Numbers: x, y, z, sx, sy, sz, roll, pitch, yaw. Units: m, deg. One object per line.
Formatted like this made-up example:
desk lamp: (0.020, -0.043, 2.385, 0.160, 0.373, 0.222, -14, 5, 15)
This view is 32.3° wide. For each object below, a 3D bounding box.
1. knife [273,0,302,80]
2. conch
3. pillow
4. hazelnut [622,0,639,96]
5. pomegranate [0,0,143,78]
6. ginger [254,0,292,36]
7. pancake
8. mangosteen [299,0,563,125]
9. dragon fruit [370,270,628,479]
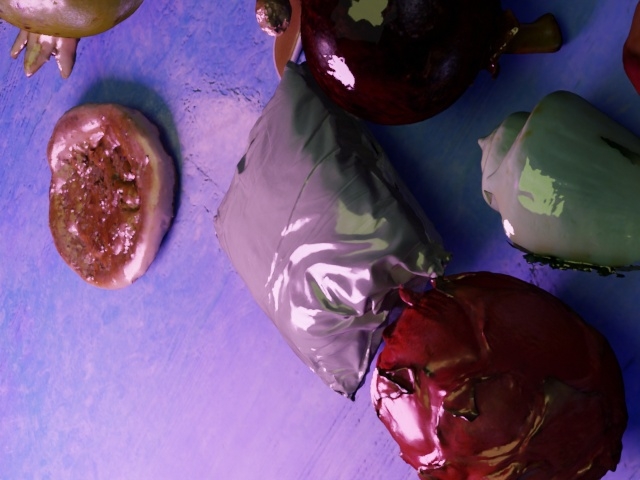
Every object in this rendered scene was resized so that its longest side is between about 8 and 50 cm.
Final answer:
knife: (-0.020, -0.307, 1.294, 0.046, 0.022, 0.256, 28, 113, 31)
conch: (0.250, -0.035, 1.022, 0.250, 0.143, 0.137, 46, 130, 24)
pillow: (0.000, 0.000, 1.247, 0.310, 0.138, 0.283, 55, 135, 23)
hazelnut: (0.363, -0.157, 0.898, 0.208, 0.208, 0.208, 6, 100, 40)
pomegranate: (-0.345, -0.360, 1.431, 0.260, 0.260, 0.341, 43, 134, 28)
ginger: (-0.073, -0.318, 1.281, 0.067, 0.096, 0.165, -24, 65, 2)
pancake: (-0.301, -0.062, 1.553, 0.282, 0.049, 0.283, 10, 105, 41)
mangosteen: (0.110, -0.216, 1.087, 0.261, 0.235, 0.236, 14, 108, 3)
dragon fruit: (0.172, 0.150, 1.063, 0.252, 0.241, 0.241, 45, 123, 44)
